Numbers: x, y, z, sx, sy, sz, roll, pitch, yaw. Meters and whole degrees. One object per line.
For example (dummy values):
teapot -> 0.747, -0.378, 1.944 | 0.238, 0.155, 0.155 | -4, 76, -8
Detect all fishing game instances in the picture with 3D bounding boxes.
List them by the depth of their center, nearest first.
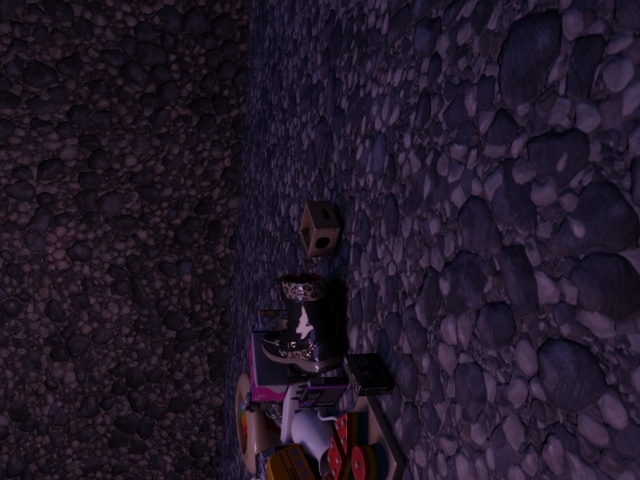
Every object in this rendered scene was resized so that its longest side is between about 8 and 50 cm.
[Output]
fishing game -> 0.014, 0.214, 1.850 | 0.264, 0.041, 0.189 | -124, 31, -51

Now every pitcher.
pitcher -> 0.002, 0.582, 1.757 | 0.207, 0.125, 0.177 | 33, 106, 56

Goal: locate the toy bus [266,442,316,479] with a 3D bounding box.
toy bus -> -0.052, 0.769, 1.659 | 0.332, 0.130, 0.108 | 58, 154, 28

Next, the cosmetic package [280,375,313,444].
cosmetic package -> -0.077, 0.589, 2.001 | 0.060, 0.099, 0.239 | -144, 56, -69

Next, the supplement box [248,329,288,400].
supplement box -> -0.184, 0.435, 2.017 | 0.111, 0.114, 0.220 | 109, 157, -44

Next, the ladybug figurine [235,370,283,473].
ladybug figurine -> -0.255, 0.744, 2.422 | 0.305, 0.162, 0.449 | 108, 154, -42

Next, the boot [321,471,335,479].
boot -> 0.033, 0.715, 1.581 | 0.084, 0.059, 0.158 | 74, -171, -85

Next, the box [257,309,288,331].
box -> -0.170, 0.314, 2.236 | 0.027, 0.137, 0.094 | 124, 143, -58

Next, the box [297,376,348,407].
box -> 0.005, 0.456, 1.734 | 0.162, 0.116, 0.029 | 112, 155, -46

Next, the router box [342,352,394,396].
router box -> 0.117, 0.333, 1.443 | 0.122, 0.092, 0.038 | -119, 35, -57

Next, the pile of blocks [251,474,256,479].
pile of blocks -> -0.128, 0.987, 2.164 | 0.112, 0.149, 0.362 | -43, 38, 1

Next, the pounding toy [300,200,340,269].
pounding toy -> 0.001, 0.011, 1.816 | 0.206, 0.094, 0.181 | 104, 157, -43

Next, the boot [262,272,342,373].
boot -> -0.079, 0.246, 1.824 | 0.377, 0.138, 0.284 | 4, 104, 58

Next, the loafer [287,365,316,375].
loafer -> -0.053, 0.424, 1.970 | 0.223, 0.078, 0.076 | 140, 128, -66

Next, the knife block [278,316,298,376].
knife block -> -0.095, 0.399, 2.086 | 0.276, 0.088, 0.242 | 165, 104, -71

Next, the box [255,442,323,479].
box -> -0.090, 0.856, 1.897 | 0.312, 0.179, 0.343 | 123, 144, -60

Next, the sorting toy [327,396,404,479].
sorting toy -> 0.100, 0.558, 1.485 | 0.257, 0.089, 0.255 | -118, 34, -56

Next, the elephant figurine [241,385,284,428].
elephant figurine -> -0.170, 0.634, 2.236 | 0.169, 0.239, 0.186 | 101, -168, -74
